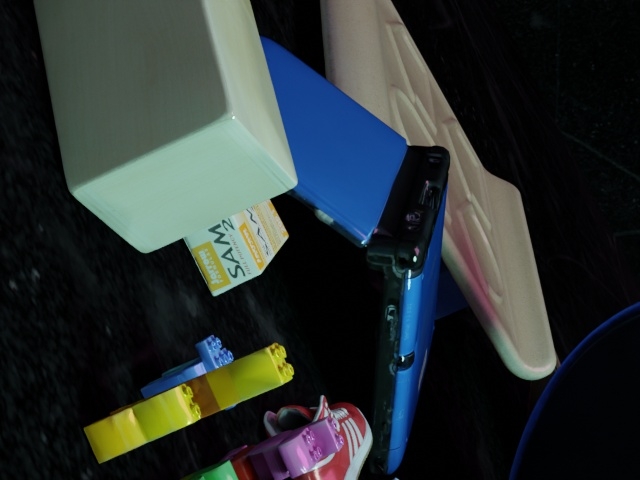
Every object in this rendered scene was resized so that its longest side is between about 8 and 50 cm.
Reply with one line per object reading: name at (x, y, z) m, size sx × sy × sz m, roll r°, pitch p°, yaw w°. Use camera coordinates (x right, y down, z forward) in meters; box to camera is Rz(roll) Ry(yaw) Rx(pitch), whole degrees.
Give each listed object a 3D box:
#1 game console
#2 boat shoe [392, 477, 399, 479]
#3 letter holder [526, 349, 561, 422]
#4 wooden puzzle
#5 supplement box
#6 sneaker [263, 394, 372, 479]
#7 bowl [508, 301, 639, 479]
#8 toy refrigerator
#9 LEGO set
game console at (0.000, 0.000, 1.371) m, size 0.293 × 0.173 × 0.250 m, roll -62°, pitch 158°, yaw -72°
boat shoe at (0.075, 0.192, 1.157) m, size 0.258 × 0.089 × 0.109 m, roll -17°, pitch 104°, yaw -74°
letter holder at (0.309, 0.235, 1.745) m, size 0.214 × 0.152 × 0.302 m, roll 82°, pitch -6°, yaw -58°
wooden puzzle at (0.089, -0.068, 1.722) m, size 0.348 × 0.080 × 0.322 m, roll 52°, pitch 19°, yaw -31°
supplement box at (-0.056, -0.011, 1.160) m, size 0.062 × 0.036 × 0.098 m, roll 63°, pitch 15°, yaw -9°
sneaker at (-0.001, 0.115, 1.147) m, size 0.118 × 0.042 × 0.067 m, roll -74°, pitch 142°, yaw -65°
bowl at (0.281, 0.220, 1.380) m, size 0.077 × 0.391 × 0.391 m, roll 14°, pitch 48°, yaw -35°
toy refrigerator at (-0.100, -0.136, 1.067) m, size 0.094 × 0.102 × 0.270 m, roll 46°, pitch 24°, yaw -55°
LEGO set at (-0.044, 0.093, 0.917) m, size 0.087 × 0.093 × 0.227 m, roll 66°, pitch 14°, yaw -2°
